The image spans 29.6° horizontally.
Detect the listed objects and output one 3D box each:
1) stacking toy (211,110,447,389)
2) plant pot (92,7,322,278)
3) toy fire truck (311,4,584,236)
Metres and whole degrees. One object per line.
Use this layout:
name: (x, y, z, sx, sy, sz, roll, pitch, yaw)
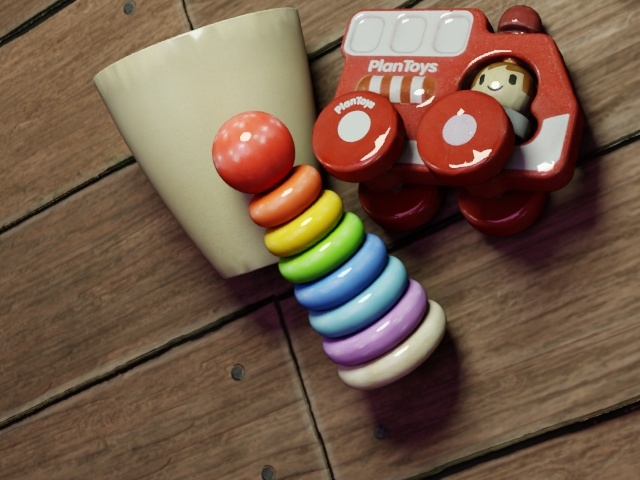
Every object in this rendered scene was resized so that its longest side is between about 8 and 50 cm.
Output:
stacking toy: (0.000, 0.000, 1.326, 0.141, 0.141, 0.330, -27, 108, 25)
plant pot: (-0.102, -0.103, 1.443, 0.256, 0.256, 0.274, -19, 92, 27)
toy fire truck: (0.143, -0.153, 1.350, 0.302, 0.169, 0.253, 4, 69, 29)
